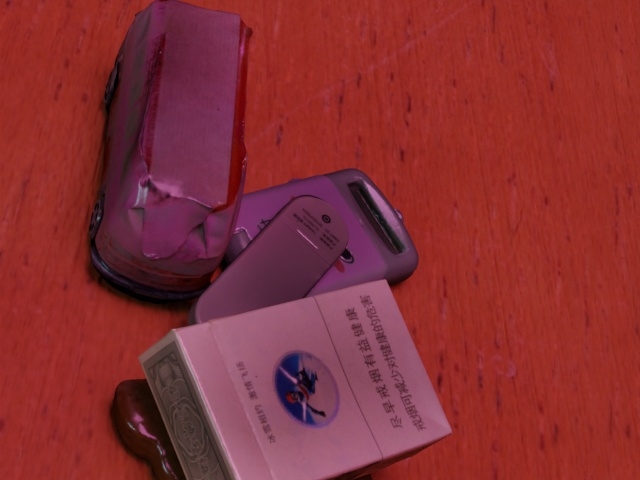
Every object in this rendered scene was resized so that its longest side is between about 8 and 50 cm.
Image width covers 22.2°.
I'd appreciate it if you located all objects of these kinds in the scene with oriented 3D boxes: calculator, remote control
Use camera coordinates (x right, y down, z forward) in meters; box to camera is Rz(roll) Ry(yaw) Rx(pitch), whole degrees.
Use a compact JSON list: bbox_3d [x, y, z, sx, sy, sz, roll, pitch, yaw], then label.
[{"bbox_3d":[0.000,0.000,1.678,0.246,0.045,0.141,-15,66,-43],"label":"calculator"},{"bbox_3d":[-0.046,0.035,1.568,0.077,0.022,0.245,44,43,-2],"label":"remote control"}]

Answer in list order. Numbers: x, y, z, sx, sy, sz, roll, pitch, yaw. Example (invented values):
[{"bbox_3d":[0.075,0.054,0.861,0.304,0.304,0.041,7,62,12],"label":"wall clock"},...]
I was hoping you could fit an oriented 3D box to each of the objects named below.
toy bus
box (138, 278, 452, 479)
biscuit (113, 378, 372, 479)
[{"bbox_3d":[-0.143,-0.093,1.585,0.127,0.147,0.302,16,47,-17],"label":"toy bus"},{"bbox_3d":[-0.018,0.140,1.455,0.256,0.069,0.164,-12,73,-42],"label":"box"},{"bbox_3d":[-0.046,0.175,1.503,0.278,0.043,0.301,37,43,-5],"label":"biscuit"}]
